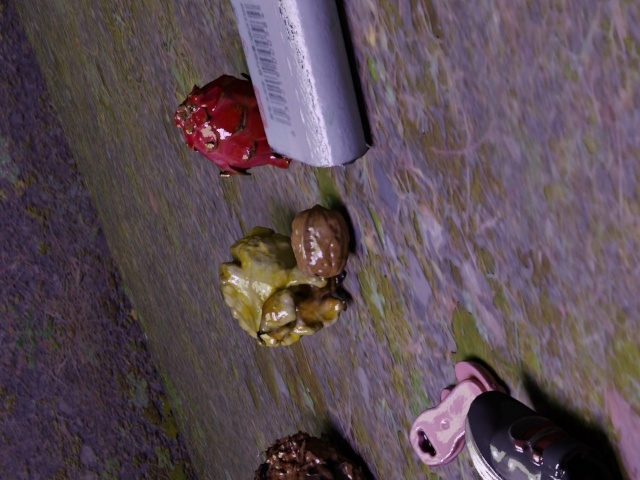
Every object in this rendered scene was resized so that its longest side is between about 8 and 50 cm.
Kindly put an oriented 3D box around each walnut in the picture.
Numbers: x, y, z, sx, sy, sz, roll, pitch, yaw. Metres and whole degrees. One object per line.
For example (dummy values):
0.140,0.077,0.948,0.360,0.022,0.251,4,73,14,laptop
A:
0.000,0.000,1.339,0.079,0.083,0.096,2,102,38,walnut

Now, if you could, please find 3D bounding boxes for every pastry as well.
0.004,0.438,1.678,0.275,0.193,0.274,-25,-90,-86,pastry

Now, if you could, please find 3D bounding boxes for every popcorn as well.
-0.058,0.081,1.458,0.195,0.174,0.168,33,129,46,popcorn

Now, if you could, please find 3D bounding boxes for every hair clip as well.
0.179,0.201,1.196,0.123,0.102,0.138,51,122,30,hair clip

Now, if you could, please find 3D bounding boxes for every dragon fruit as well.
-0.106,-0.155,1.372,0.166,0.133,0.136,24,157,-6,dragon fruit

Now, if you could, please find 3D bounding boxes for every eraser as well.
-0.029,-0.209,1.185,0.174,0.081,0.226,26,135,54,eraser

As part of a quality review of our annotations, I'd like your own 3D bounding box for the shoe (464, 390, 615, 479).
0.238,0.231,1.013,0.227,0.099,0.112,54,149,19,shoe
